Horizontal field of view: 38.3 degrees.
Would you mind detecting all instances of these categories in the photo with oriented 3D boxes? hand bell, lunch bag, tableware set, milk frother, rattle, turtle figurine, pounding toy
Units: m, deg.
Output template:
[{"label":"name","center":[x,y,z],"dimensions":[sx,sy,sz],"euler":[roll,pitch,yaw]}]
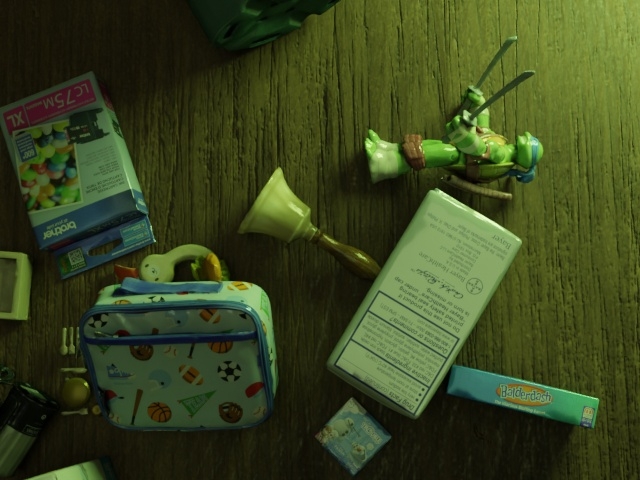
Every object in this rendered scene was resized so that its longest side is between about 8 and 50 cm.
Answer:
[{"label":"hand bell","center":[0.000,0.000,1.485],"dimensions":[0.242,0.126,0.126],"euler":[33,87,-2]},{"label":"lunch bag","center":[-0.220,0.172,1.419],"dimensions":[0.303,0.115,0.243],"euler":[-3,116,7]},{"label":"tableware set","center":[-0.378,0.215,1.531],"dimensions":[0.104,0.024,0.154],"euler":[-3,81,3]},{"label":"milk frother","center":[-0.527,0.287,1.510],"dimensions":[0.134,0.129,0.143],"euler":[-56,37,-3]},{"label":"rattle","center":[-0.253,0.063,1.479],"dimensions":[0.200,0.143,0.130],"euler":[12,98,3]},{"label":"turtle figurine","center":[0.200,-0.189,1.429],"dimensions":[0.266,0.274,0.197],"euler":[-10,47,10]},{"label":"pounding toy","center":[-0.560,0.065,1.544],"dimensions":[0.141,0.100,0.130],"euler":[4,84,-3]}]

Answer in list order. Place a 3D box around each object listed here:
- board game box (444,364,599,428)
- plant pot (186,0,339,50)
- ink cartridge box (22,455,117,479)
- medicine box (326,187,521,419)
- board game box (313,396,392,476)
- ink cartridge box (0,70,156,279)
[{"label":"board game box","center":[0.294,0.230,1.377],"dimensions":[0.210,0.160,0.047],"euler":[13,84,8]},{"label":"plant pot","center":[-0.126,-0.504,1.457],"dimensions":[0.341,0.341,0.334],"euler":[-26,89,3]},{"label":"ink cartridge box","center":[-0.412,0.440,1.396],"dimensions":[0.171,0.232,0.168],"euler":[-19,81,4]},{"label":"medicine box","center":[0.154,0.101,1.358],"dimensions":[0.149,0.263,0.289],"euler":[31,87,10]},{"label":"board game box","center":[0.052,0.311,1.466],"dimensions":[0.090,0.020,0.090],"euler":[43,88,10]},{"label":"ink cartridge box","center":[-0.413,-0.110,1.558],"dimensions":[0.186,0.065,0.311],"euler":[-21,82,4]}]
